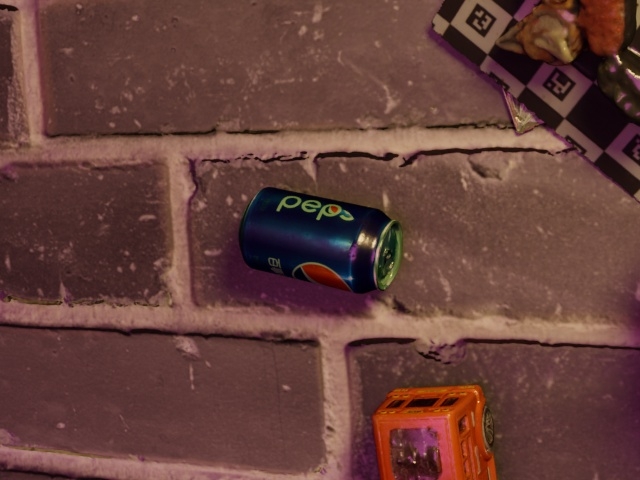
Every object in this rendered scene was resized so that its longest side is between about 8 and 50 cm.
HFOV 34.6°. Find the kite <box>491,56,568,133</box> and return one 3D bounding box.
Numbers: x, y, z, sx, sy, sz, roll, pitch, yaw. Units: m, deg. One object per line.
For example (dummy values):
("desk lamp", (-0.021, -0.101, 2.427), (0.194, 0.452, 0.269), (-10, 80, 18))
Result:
("kite", (0.297, -0.253, 1.250), (0.323, 0.013, 0.267), (25, 109, 16))

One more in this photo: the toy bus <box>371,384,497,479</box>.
("toy bus", (0.158, 0.362, 1.333), (0.143, 0.153, 0.329), (-6, 96, 23))

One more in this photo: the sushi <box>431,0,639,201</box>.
("sushi", (0.315, -0.239, 1.132), (0.359, 0.064, 0.343), (42, 137, 9))

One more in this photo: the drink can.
("drink can", (0.000, 0.000, 1.365), (0.205, 0.118, 0.118), (11, 103, 22))
